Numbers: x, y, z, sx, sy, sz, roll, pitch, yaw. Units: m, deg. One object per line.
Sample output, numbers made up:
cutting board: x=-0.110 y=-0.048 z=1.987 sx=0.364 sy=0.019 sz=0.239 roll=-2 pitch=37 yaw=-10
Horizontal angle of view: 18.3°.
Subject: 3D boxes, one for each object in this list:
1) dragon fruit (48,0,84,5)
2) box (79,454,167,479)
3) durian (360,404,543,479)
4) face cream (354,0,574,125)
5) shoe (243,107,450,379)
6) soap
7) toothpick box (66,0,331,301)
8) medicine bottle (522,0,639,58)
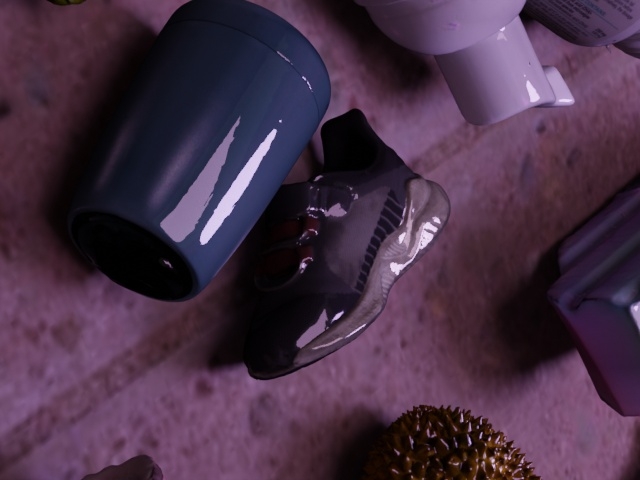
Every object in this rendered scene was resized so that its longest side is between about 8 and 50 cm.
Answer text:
dragon fruit: x=-0.171 y=-0.232 z=1.209 sx=0.142 sy=0.138 sz=0.175 roll=-11 pitch=129 yaw=-11
box: x=-0.118 y=0.212 z=1.175 sx=0.151 sy=0.151 sz=0.135 roll=-39 pitch=105 yaw=-42
durian: x=0.094 y=0.196 z=1.416 sx=0.158 sy=0.137 sz=0.168 roll=21 pitch=55 yaw=-64
face cream: x=0.074 y=-0.229 z=1.433 sx=0.145 sy=0.145 sz=0.370 roll=-46 pitch=116 yaw=-40
shoe: x=0.000 y=0.000 z=1.370 sx=0.112 sy=0.099 sz=0.227 roll=58 pitch=44 yaw=-15
soap: x=0.301 y=0.022 z=1.607 sx=0.324 sy=0.193 sz=0.109 roll=-35 pitch=110 yaw=-43
toothpick box: x=-0.080 y=-0.054 z=1.268 sx=0.120 sy=0.120 sz=0.184 roll=48 pitch=56 yaw=-32
medicine bottle: x=0.216 y=-0.228 z=1.593 sx=0.215 sy=0.135 sz=0.135 roll=27 pitch=66 yaw=-41
